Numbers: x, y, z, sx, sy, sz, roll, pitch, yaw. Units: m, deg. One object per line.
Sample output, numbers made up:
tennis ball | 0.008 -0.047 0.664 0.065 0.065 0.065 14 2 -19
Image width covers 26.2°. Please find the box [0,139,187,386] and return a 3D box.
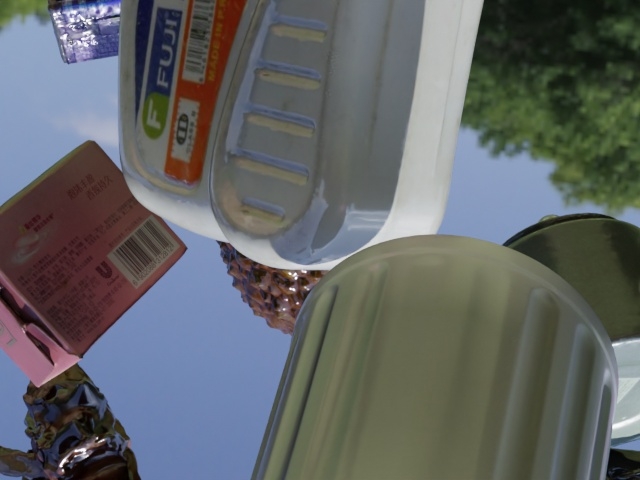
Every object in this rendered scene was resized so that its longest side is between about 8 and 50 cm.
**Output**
box | -0.175 0.013 0.939 0.060 0.111 0.156 -34 -172 39

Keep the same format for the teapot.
teapot | 0.166 0.050 0.938 0.162 0.239 0.149 11 -129 -33

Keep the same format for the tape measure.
tape measure | -0.010 -0.121 0.822 0.130 0.258 0.265 -1 -166 -41

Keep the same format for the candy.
candy | -0.106 -0.240 1.334 0.312 0.088 0.061 -9 -122 -5

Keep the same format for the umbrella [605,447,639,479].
umbrella | 0.247 0.183 0.986 0.340 0.118 0.118 -23 -170 13

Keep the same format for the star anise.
star anise | -0.238 0.178 1.164 0.148 0.346 0.237 -35 171 -20

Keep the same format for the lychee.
lychee | 0.000 0.000 1.294 0.238 0.200 0.200 44 173 -34

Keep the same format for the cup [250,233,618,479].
cup | 0.057 0.140 0.635 0.167 0.221 0.202 -17 -153 24
